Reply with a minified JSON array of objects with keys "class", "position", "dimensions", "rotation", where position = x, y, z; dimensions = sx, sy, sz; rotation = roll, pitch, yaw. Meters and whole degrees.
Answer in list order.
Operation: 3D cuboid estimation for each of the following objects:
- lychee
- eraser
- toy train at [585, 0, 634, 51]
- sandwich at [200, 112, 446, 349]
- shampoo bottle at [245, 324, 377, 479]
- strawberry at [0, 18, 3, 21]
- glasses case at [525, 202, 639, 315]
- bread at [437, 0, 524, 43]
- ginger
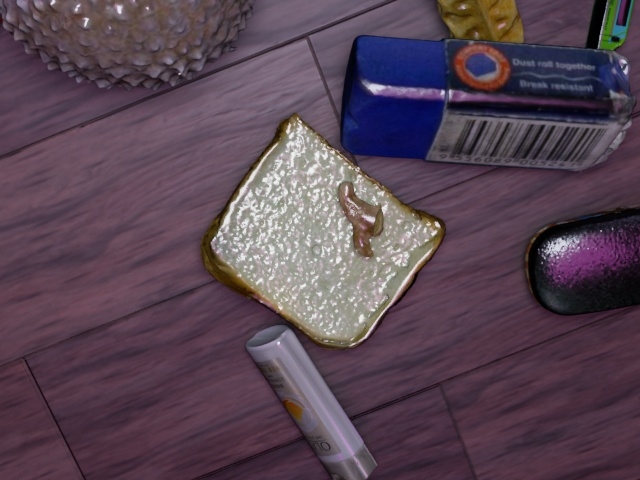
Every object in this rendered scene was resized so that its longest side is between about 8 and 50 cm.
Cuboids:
[{"class":"lychee","position":[-0.210,-0.297,0.981],"dimensions":[0.300,0.300,0.300],"rotation":[-1,103,-4]},{"class":"eraser","position":[0.193,-0.159,1.094],"dimensions":[0.332,0.155,0.102],"rotation":[4,63,-5]},{"class":"toy train","position":[0.367,-0.309,1.128],"dimensions":[0.042,0.044,0.209],"rotation":[7,102,-5]},{"class":"sandwich","position":[0.000,0.000,1.151],"dimensions":[0.251,0.087,0.226],"rotation":[34,86,-11]},{"class":"shampoo bottle","position":[-0.012,0.217,1.205],"dimensions":[0.056,0.086,0.227],"rotation":[-40,106,-32]},{"class":"strawberry","position":[-0.380,-0.298,1.062],"dimensions":[0.083,0.083,0.096],"rotation":[29,99,-10]},{"class":"glasses case","position":[0.424,0.014,1.187],"dimensions":[0.321,0.082,0.122],"rotation":[-12,105,-2]},{"class":"bread","position":[0.146,-0.333,1.023],"dimensions":[0.084,0.077,0.367],"rotation":[-40,130,-7]},{"class":"ginger","position":[0.054,-0.028,1.099],"dimensions":[0.048,0.030,0.097],"rotation":[-20,95,-10]}]
